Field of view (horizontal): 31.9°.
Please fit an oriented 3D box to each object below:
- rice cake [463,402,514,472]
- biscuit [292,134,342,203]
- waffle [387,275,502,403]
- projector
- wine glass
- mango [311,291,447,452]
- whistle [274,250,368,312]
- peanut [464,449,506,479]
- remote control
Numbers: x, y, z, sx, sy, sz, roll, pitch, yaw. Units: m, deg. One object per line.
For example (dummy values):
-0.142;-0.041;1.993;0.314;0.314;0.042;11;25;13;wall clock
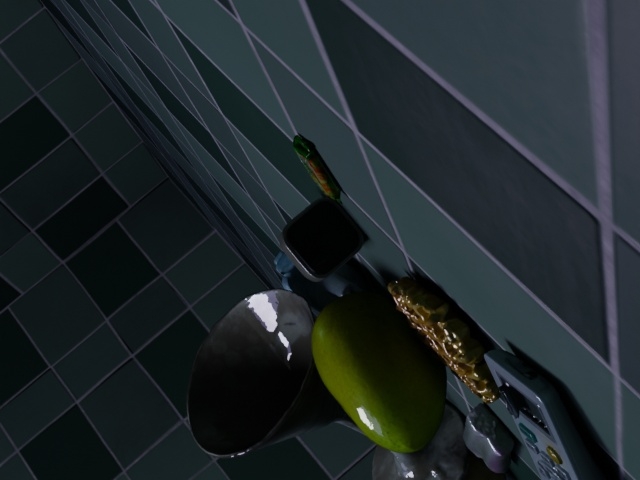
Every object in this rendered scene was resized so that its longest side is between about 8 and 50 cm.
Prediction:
0.240;0.288;1.595;0.080;0.042;0.222;49;173;18;rice cake
-0.004;-0.080;1.269;0.046;0.016;0.089;41;169;52;biscuit
0.144;0.112;1.263;0.191;0.038;0.191;50;174;7;waffle
0.000;0.000;1.395;0.083;0.083;0.082;50;174;1;projector
0.030;0.265;1.699;0.406;0.267;0.267;31;-174;-36;wine glass
0.074;0.156;1.417;0.185;0.149;0.273;52;-175;-7;mango
0.010;0.064;1.676;0.186;0.093;0.274;36;175;-17;whistle
0.188;0.377;1.897;0.143;0.159;0.291;30;-173;-41;peanut
0.254;0.228;1.142;0.293;0.051;0.103;58;169;-32;remote control
